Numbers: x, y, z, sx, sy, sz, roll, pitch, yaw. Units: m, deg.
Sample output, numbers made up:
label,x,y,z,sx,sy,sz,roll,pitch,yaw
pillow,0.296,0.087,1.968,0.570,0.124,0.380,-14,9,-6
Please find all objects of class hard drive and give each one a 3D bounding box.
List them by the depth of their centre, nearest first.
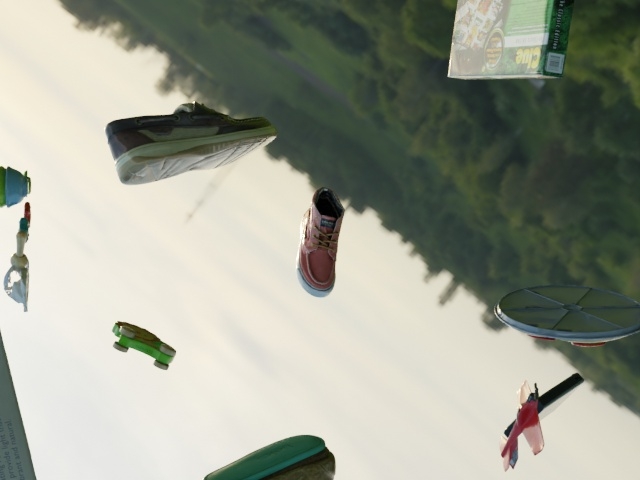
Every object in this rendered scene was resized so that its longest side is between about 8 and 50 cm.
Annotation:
label,x,y,z,sx,sy,sz,roll,pitch,yaw
hard drive,0.355,0.263,1.936,0.135,0.094,0.022,-20,-117,-48

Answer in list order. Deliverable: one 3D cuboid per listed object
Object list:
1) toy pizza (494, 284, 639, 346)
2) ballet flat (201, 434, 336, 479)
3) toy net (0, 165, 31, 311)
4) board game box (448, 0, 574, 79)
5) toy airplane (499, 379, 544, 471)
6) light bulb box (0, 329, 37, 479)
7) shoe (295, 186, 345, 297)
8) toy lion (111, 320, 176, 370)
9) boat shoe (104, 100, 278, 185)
label,x,y,z,sx,sy,sz,roll,pitch,yaw
toy pizza,0.330,0.103,1.605,0.201,0.032,0.201,0,-164,0
ballet flat,-0.132,0.307,1.304,0.342,0.124,0.116,-11,-171,-30
toy net,-0.489,-0.001,1.950,0.045,0.232,0.122,0,178,-10
board game box,0.216,-0.253,1.396,0.030,0.136,0.260,9,-175,-18
toy airplane,0.287,0.269,1.753,0.028,0.151,0.151,10,-172,-8
light bulb box,-0.498,0.243,1.207,0.358,0.361,0.225,-54,51,56
shoe,0.000,0.000,1.901,0.063,0.081,0.178,10,-135,-12
toy lion,-0.253,0.145,1.744,0.100,0.034,0.096,24,-174,-1
boat shoe,-0.175,-0.147,1.683,0.285,0.103,0.092,-18,-101,-45
